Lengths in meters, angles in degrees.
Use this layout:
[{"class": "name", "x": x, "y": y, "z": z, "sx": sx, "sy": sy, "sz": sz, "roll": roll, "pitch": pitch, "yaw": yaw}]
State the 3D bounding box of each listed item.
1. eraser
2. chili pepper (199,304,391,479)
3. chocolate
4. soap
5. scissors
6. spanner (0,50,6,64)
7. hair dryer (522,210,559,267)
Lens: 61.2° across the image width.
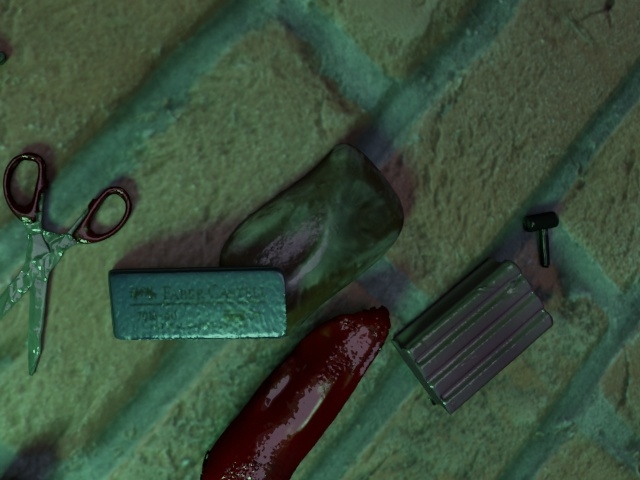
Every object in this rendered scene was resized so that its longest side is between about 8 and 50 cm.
[{"class": "eraser", "x": -0.148, "y": 0.073, "z": 0.635, "sx": 0.225, "sy": 0.036, "sz": 0.082, "roll": -1, "pitch": 96, "yaw": 6}, {"class": "chili pepper", "x": -0.046, "y": 0.227, "z": 0.670, "sx": 0.110, "sy": 0.110, "sz": 0.387, "roll": 42, "pitch": 79, "yaw": -12}, {"class": "chocolate", "x": -0.001, "y": -0.001, "z": 0.687, "sx": 0.254, "sy": 0.080, "sz": 0.157, "roll": -40, "pitch": 101, "yaw": -10}, {"class": "soap", "x": 0.212, "y": 0.128, "z": 0.754, "sx": 0.203, "sy": 0.065, "sz": 0.122, "roll": -37, "pitch": 100, "yaw": -11}, {"class": "scissors", "x": -0.332, "y": 0.032, "z": 0.637, "sx": 0.144, "sy": 0.017, "sz": 0.247, "roll": 22, "pitch": 88, "yaw": -14}, {"class": "spanner", "x": -0.449, "y": -0.184, "z": 0.534, "sx": 0.254, "sy": 0.015, "sz": 0.054, "roll": -26, "pitch": 98, "yaw": -44}, {"class": "hair dryer", "x": 0.329, "y": 0.001, "z": 0.805, "sx": 0.047, "sy": 0.026, "sz": 0.083, "roll": -11, "pitch": 102, "yaw": -12}]
